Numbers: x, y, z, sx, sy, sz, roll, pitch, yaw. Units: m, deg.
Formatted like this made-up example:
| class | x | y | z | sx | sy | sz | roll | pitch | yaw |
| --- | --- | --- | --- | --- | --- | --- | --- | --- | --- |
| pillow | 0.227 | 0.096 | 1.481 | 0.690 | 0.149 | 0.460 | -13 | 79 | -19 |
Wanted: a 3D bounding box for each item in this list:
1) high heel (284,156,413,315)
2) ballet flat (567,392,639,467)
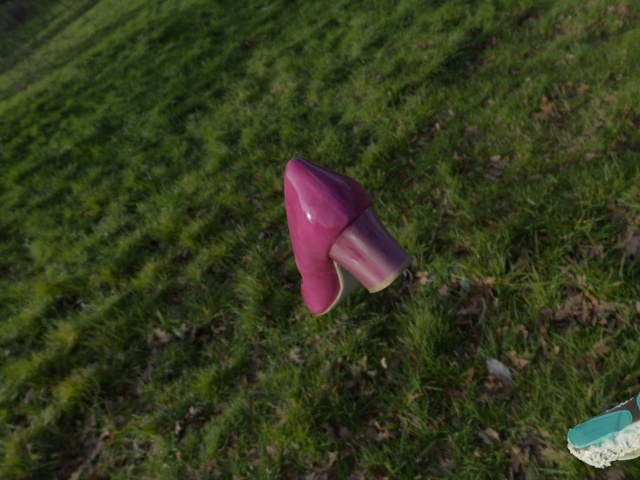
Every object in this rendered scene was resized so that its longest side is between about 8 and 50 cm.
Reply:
| class | x | y | z | sx | sy | sz | roll | pitch | yaw |
| --- | --- | --- | --- | --- | --- | --- | --- | --- | --- |
| high heel | 0.000 | 0.000 | 0.753 | 0.127 | 0.181 | 0.377 | -43 | 0 | -21 |
| ballet flat | 0.856 | 0.483 | 1.366 | 0.409 | 0.147 | 0.147 | -40 | 36 | 30 |
